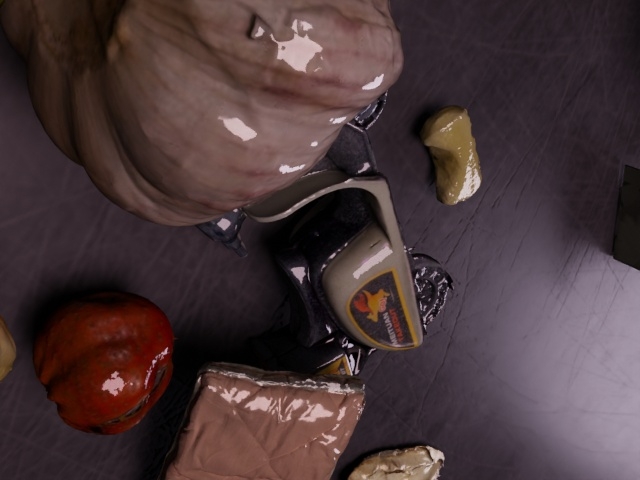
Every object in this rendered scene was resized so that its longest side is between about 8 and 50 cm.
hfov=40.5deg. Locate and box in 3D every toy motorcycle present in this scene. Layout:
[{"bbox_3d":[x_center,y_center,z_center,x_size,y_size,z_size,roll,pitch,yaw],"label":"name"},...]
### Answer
[{"bbox_3d":[0.000,0.000,0.588,0.157,0.091,0.263,-31,130,-15],"label":"toy motorcycle"}]

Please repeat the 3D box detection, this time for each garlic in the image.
[{"bbox_3d":[-0.030,-0.118,0.432,0.212,0.218,0.218,-10,118,-48],"label":"garlic"}]

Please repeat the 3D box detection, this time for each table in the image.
[{"bbox_3d":[0.368,-0.007,0.873,0.146,0.062,0.175,-20,122,-27],"label":"table"}]

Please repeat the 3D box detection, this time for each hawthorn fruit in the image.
[{"bbox_3d":[-0.128,0.073,0.535,0.093,0.093,0.093,-17,121,-30],"label":"hawthorn fruit"}]

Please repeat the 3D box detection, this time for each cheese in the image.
[{"bbox_3d":[0.099,-0.064,0.667,0.044,0.030,0.083,-43,137,-19],"label":"cheese"}]

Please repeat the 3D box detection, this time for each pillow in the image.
[{"bbox_3d":[-0.057,0.180,0.620,0.126,0.043,0.232,12,123,-16],"label":"pillow"}]

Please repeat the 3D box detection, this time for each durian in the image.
[{"bbox_3d":[0.067,0.225,0.794,0.130,0.052,0.066,1,73,-40],"label":"durian"}]

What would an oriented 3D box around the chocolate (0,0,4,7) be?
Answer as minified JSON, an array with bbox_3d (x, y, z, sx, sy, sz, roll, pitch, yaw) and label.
[{"bbox_3d":[-0.179,-0.252,0.253,0.301,0.137,0.289,38,68,-40],"label":"chocolate"}]

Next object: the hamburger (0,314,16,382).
[{"bbox_3d":[-0.235,0.017,0.396,0.124,0.131,0.262,-34,123,-19],"label":"hamburger"}]
